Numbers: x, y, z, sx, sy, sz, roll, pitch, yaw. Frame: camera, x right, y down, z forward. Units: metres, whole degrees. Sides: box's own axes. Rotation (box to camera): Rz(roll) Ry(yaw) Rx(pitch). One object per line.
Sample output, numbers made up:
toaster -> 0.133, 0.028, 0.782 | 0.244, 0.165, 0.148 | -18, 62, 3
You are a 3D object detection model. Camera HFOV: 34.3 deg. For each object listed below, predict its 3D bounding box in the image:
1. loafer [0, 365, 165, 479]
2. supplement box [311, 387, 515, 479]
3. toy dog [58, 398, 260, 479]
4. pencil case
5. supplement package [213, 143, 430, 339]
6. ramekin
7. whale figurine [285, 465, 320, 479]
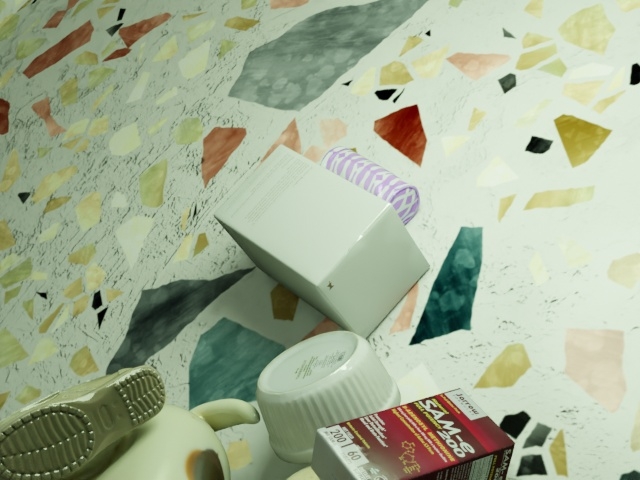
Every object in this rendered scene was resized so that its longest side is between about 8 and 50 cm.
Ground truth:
loafer -> -0.333, 0.248, 1.390 | 0.268, 0.102, 0.092 | -20, 4, -40
supplement box -> 0.123, 0.286, 1.378 | 0.239, 0.073, 0.130 | -11, 35, -30
toy dog -> -0.214, 0.410, 1.406 | 0.395, 0.285, 0.408 | -24, 22, -13
pencil case -> 0.078, -0.093, 1.793 | 0.088, 0.086, 0.206 | -43, 44, -15
supplement package -> 0.000, 0.000, 1.705 | 0.177, 0.175, 0.293 | -47, 45, -10
ramekin -> 0.003, 0.220, 1.514 | 0.207, 0.109, 0.207 | -23, 16, 7
whale figurine -> 0.066, 0.398, 1.392 | 0.272, 0.141, 0.216 | 2, 23, 9
